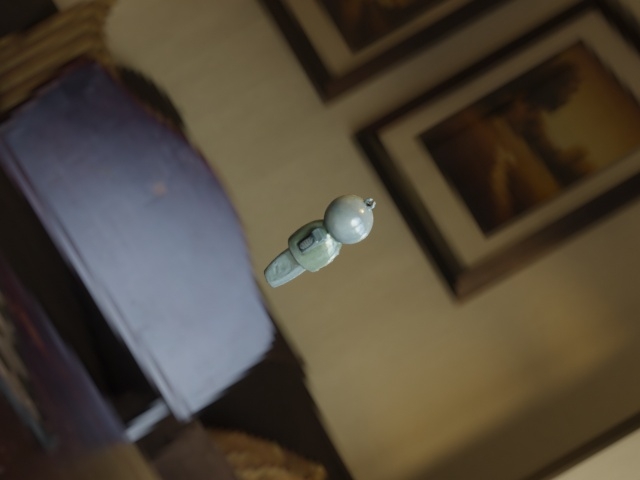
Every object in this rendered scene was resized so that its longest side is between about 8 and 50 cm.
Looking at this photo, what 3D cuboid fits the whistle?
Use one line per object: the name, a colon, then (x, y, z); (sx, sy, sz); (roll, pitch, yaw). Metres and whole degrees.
whistle: (0.000, 0.000, 1.259); (0.035, 0.100, 0.035); (42, 25, -25)
